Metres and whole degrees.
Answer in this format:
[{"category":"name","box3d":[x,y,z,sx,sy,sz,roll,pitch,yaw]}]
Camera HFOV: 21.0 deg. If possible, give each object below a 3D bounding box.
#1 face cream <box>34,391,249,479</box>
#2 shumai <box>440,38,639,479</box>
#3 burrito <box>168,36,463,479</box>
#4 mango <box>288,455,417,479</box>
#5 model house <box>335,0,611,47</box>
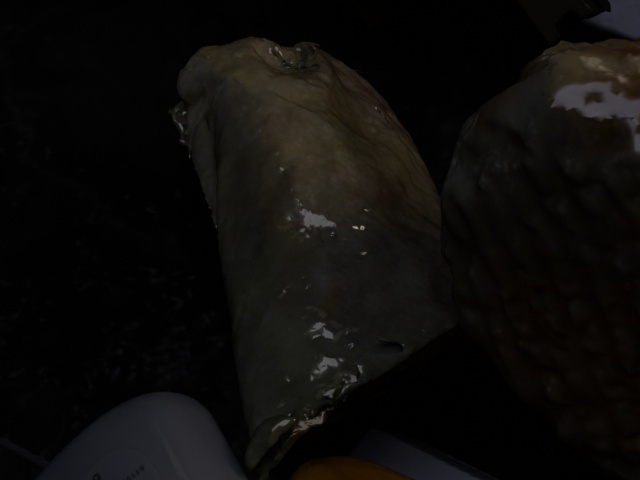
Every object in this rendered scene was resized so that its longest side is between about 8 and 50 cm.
[{"category":"face cream","box3d":[-0.053,0.239,0.857,0.163,0.080,0.337,-48,52,17]},{"category":"shumai","box3d":[0.224,-0.031,0.934,0.267,0.314,0.262,-14,36,44]},{"category":"burrito","box3d":[0.012,0.002,1.032,0.175,0.107,0.348,7,42,-21]},{"category":"mango","box3d":[0.050,0.187,0.877,0.102,0.141,0.217,-51,54,2]},{"category":"model house","box3d":[0.093,-0.228,1.199,0.204,0.211,0.243,-39,81,26]}]
